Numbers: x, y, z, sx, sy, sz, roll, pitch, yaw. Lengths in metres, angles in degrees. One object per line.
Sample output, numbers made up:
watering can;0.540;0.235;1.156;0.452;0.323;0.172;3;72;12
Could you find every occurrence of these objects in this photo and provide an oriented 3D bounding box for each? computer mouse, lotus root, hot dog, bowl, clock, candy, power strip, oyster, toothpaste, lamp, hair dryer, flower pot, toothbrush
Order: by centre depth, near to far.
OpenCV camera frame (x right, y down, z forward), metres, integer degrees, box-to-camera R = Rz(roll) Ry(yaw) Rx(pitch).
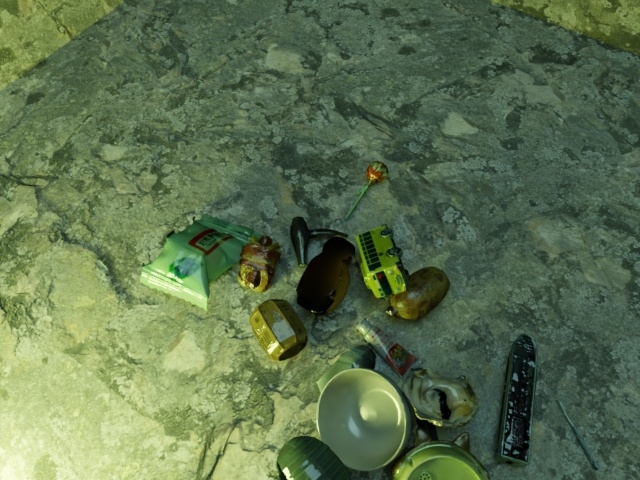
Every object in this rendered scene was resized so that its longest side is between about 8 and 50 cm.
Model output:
clock;0.328;0.699;1.489;0.287;0.117;0.347;4;82;3
flower pot;-0.017;0.664;1.532;0.157;0.189;0.243;-38;75;-27
oyster;0.347;0.463;1.568;0.271;0.100;0.275;37;32;-9
bowl;0.146;0.518;1.612;0.287;0.144;0.286;-6;79;31
power strip;0.330;0.516;1.672;0.070;0.105;0.256;-5;58;-5
toothbrush;0.792;0.594;1.677;0.019;0.016;0.219;-10;57;-16
computer mouse;0.086;0.424;1.750;0.231;0.071;0.126;-41;66;-21
lamp;-0.137;0.292;1.786;0.161;0.161;0.185;-27;61;-15
toothpaste;0.219;0.354;1.810;0.234;0.057;0.089;42;66;14
lotus root;0.329;0.187;1.865;0.260;0.128;0.145;-31;50;-20
hot dog;0.040;0.146;1.897;0.194;0.107;0.326;20;54;32
hot dog;-0.217;0.077;1.939;0.146;0.103;0.213;15;61;-12
candy;-0.418;0.048;1.957;0.263;0.171;0.397;29;42;6
hair dryer;0.000;0.000;2.027;0.219;0.075;0.195;-4;68;-11
candy;0.176;-0.193;2.145;0.084;0.078;0.287;39;71;-19

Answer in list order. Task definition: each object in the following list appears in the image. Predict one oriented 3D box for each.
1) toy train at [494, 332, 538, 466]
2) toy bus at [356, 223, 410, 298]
toy train;0.614;0.487;1.699;0.087;0.088;0.406;16;59;8
toy bus;0.211;0.073;1.872;0.150;0.128;0.262;-20;32;6
